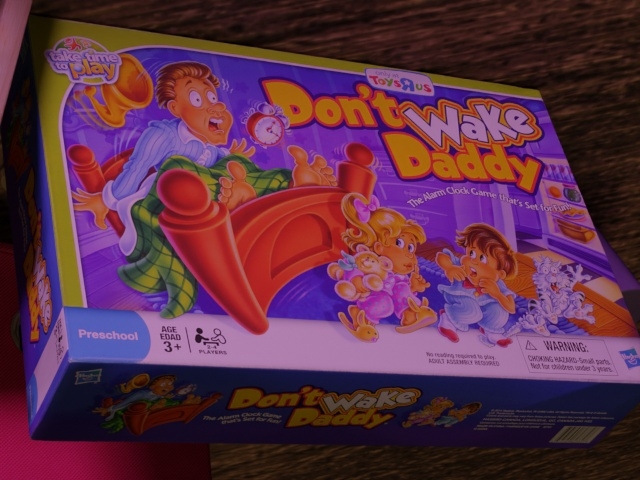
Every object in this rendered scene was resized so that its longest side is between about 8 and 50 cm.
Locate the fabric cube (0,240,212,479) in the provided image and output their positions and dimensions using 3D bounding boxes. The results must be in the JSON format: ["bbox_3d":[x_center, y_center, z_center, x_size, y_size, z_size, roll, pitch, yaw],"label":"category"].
[{"bbox_3d":[-0.236,0.173,0.890,0.254,0.258,0.259,13,145,-32],"label":"fabric cube"}]

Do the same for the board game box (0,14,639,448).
[{"bbox_3d":[0.000,0.000,0.793,0.347,0.233,0.078,4,141,-26],"label":"board game box"}]

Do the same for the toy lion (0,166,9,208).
[{"bbox_3d":[-0.150,-0.029,0.877,0.096,0.034,0.100,-19,146,-8],"label":"toy lion"}]

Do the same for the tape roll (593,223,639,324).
[{"bbox_3d":[0.144,0.065,1.018,0.189,0.080,0.189,-27,155,-14],"label":"tape roll"}]

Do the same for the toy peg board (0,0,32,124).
[{"bbox_3d":[-0.229,-0.055,0.710,0.079,0.161,0.160,26,130,-24],"label":"toy peg board"}]
